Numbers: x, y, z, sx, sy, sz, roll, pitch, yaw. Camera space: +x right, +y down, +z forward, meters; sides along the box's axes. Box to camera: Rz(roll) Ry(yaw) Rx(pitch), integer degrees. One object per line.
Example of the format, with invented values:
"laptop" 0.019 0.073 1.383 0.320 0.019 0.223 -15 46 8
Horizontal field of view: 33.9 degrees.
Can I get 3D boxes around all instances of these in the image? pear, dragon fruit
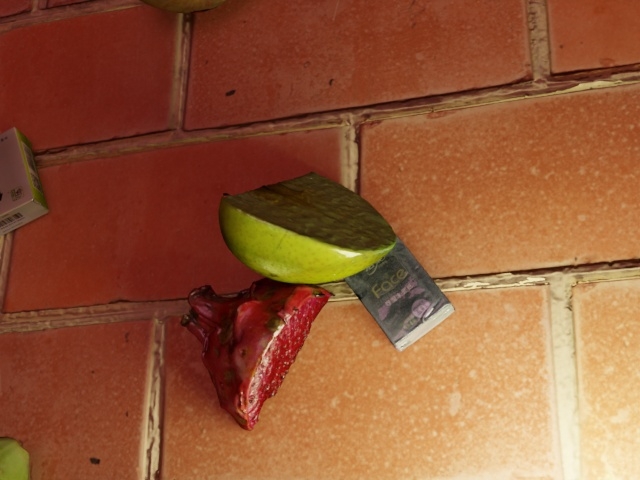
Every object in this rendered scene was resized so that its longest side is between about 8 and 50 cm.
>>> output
"pear" -0.002 0.004 1.645 0.239 0.288 0.139 19 110 25
"dragon fruit" -0.132 0.143 1.668 0.211 0.134 0.262 21 75 28

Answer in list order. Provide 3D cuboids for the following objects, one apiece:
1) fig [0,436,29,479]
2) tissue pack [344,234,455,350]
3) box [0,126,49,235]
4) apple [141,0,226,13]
"fig" -0.564 0.424 1.664 0.230 0.207 0.207 -15 58 -25
"tissue pack" 0.121 0.082 1.656 0.112 0.051 0.156 -38 62 1
"box" -0.654 -0.079 1.976 0.260 0.062 0.175 -25 62 6
"apple" -0.252 -0.544 1.946 0.260 0.261 0.194 -34 42 2
